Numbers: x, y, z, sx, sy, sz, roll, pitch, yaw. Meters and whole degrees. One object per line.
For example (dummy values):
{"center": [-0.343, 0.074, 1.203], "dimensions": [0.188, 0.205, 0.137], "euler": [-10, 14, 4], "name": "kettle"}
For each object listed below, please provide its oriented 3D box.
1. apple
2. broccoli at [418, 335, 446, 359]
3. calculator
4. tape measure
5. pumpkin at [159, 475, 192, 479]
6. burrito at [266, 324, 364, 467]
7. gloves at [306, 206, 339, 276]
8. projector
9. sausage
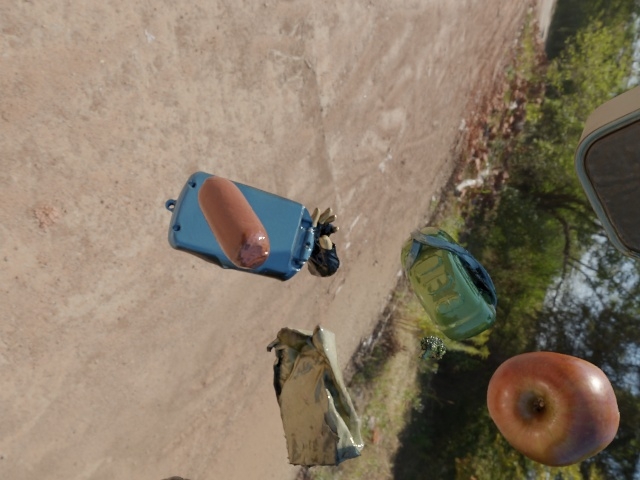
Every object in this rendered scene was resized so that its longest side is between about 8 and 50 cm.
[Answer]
{"center": [0.494, 0.343, 0.978], "dimensions": [0.241, 0.242, 0.242], "euler": [9, 94, -46], "name": "apple"}
{"center": [0.344, 0.340, 1.440], "dimensions": [0.092, 0.095, 0.097], "euler": [-52, 180, 1], "name": "broccoli"}
{"center": [-0.155, -0.026, 0.893], "dimensions": [0.051, 0.293, 0.173], "euler": [132, -26, -70], "name": "calculator"}
{"center": [0.200, 0.063, 0.709], "dimensions": [0.200, 0.106, 0.175], "euler": [36, 28, -50], "name": "tape measure"}
{"center": [-0.345, 0.651, 1.063], "dimensions": [0.194, 0.194, 0.150], "euler": [-64, -179, -26], "name": "pumpkin"}
{"center": [-0.010, 0.364, 1.118], "dimensions": [0.135, 0.190, 0.332], "euler": [-5, 82, -50], "name": "burrito"}
{"center": [0.000, 0.000, 1.264], "dimensions": [0.164, 0.124, 0.203], "euler": [-117, -171, -63], "name": "gloves"}
{"center": [0.601, -0.140, 0.781], "dimensions": [0.249, 0.248, 0.248], "euler": [-38, 99, -50], "name": "projector"}
{"center": [-0.117, -0.027, 0.613], "dimensions": [0.062, 0.154, 0.062], "euler": [-21, 139, -19], "name": "sausage"}
